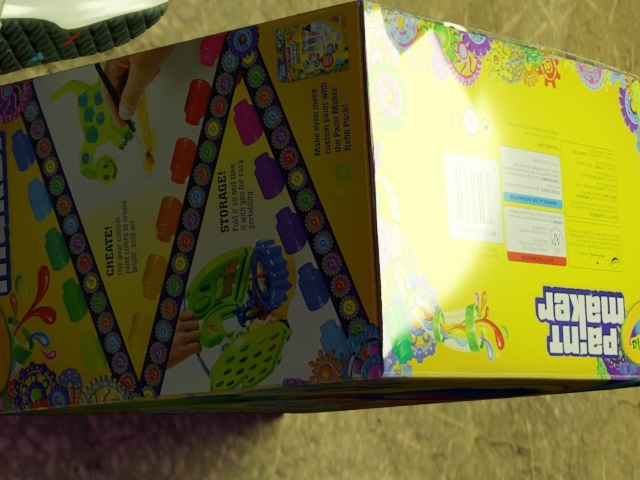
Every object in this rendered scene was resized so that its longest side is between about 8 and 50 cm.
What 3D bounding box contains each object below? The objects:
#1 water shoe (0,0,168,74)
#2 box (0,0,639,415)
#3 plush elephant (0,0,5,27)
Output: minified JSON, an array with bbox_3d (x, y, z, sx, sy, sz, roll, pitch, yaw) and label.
[{"bbox_3d":[-0.168,-0.137,1.055,0.203,0.073,0.080,-16,75,-57],"label":"water shoe"},{"bbox_3d":[0.000,0.000,1.063,0.290,0.279,0.177,6,79,-52],"label":"box"},{"bbox_3d":[-0.222,-0.234,0.841,0.255,0.330,0.272,-37,133,-69],"label":"plush elephant"}]
